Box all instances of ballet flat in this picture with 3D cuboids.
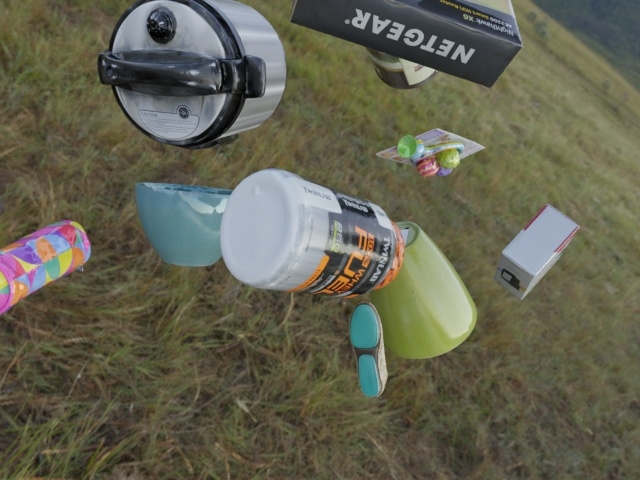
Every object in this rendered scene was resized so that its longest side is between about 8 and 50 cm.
[{"bbox_3d":[0.103,0.222,1.127,0.073,0.206,0.067,1,9,23],"label":"ballet flat"}]

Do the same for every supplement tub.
[{"bbox_3d":[0.000,0.000,1.008,0.338,0.207,0.207,12,34,-48],"label":"supplement tub"}]

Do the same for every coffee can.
[{"bbox_3d":[0.203,-0.533,1.362,0.201,0.201,0.275,45,7,18],"label":"coffee can"}]

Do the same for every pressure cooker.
[{"bbox_3d":[-0.319,-0.428,1.355,0.375,0.370,0.420,52,25,-4],"label":"pressure cooker"}]

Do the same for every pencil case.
[{"bbox_3d":[-0.481,0.039,0.894,0.105,0.104,0.236,35,16,-3],"label":"pencil case"}]

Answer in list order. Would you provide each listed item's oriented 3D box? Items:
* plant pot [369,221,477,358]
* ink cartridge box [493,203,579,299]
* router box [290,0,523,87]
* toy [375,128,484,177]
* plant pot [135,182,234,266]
[{"bbox_3d":[0.237,0.106,1.399,0.274,0.275,0.293,-96,164,-58],"label":"plant pot"},{"bbox_3d":[0.407,0.027,1.026,0.072,0.127,0.175,41,-7,23],"label":"ink cartridge box"},{"bbox_3d":[0.119,-0.369,0.772,0.309,0.081,0.242,12,55,-15],"label":"router box"},{"bbox_3d":[0.234,-0.165,1.101,0.237,0.137,0.056,7,69,-51],"label":"toy"},{"bbox_3d":[-0.338,-0.040,1.402,0.291,0.195,0.290,7,7,-1],"label":"plant pot"}]
